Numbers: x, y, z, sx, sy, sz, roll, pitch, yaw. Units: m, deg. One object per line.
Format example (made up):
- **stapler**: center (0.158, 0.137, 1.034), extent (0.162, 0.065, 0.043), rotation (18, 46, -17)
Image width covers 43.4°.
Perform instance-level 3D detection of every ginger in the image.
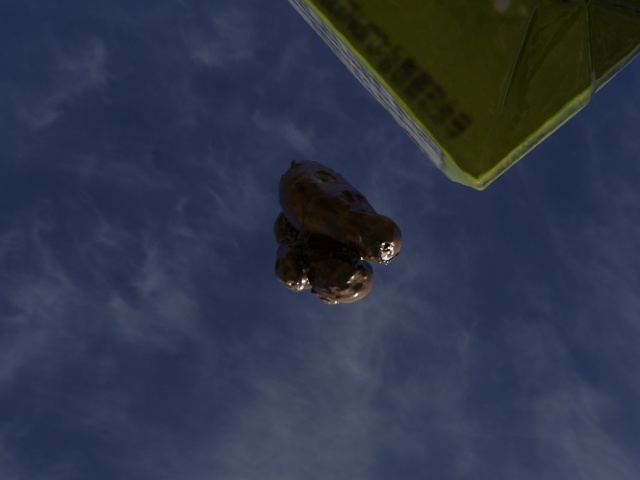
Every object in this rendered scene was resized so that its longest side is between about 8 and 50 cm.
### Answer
- **ginger**: center (0.000, 0.000, 0.664), extent (0.073, 0.162, 0.103), rotation (11, -72, -29)

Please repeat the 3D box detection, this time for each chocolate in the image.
- **chocolate**: center (0.122, -0.229, 0.640), extent (0.289, 0.137, 0.301), rotation (-40, -95, -6)
